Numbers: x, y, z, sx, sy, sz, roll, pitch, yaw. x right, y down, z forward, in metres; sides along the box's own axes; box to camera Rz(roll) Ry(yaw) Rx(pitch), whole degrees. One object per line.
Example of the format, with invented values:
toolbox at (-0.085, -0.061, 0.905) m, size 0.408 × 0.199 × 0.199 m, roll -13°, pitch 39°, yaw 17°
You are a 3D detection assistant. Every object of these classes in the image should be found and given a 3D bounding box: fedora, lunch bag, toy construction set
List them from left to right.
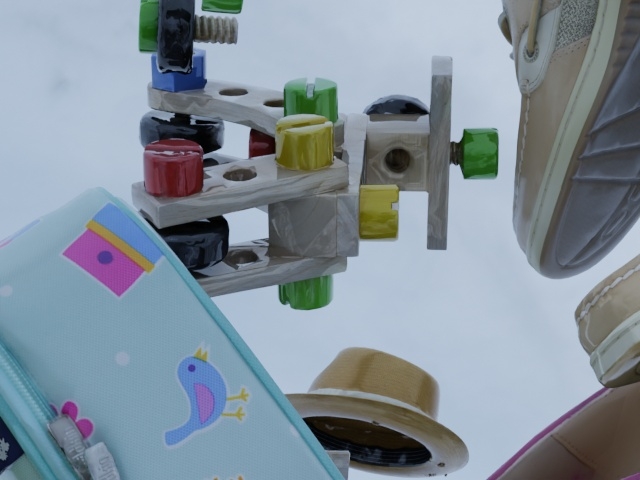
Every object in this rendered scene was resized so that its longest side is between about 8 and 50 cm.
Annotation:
lunch bag at (-0.079, 0.115, 0.771) m, size 0.108 × 0.279 × 0.224 m, roll -31°, pitch 80°, yaw -19°
toy construction set at (0.000, 0.000, 1.158) m, size 0.237 × 0.257 × 0.308 m, roll 3°, pitch 87°, yaw -5°
fedora at (0.045, 0.147, 1.639) m, size 0.194 × 0.194 × 0.079 m, roll 26°, pitch 65°, yaw -19°

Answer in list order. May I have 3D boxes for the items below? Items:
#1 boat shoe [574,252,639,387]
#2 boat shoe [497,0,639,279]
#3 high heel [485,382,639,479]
boat shoe at (0.123, -0.018, 0.532) m, size 0.170 × 0.063 × 0.059 m, roll -32°, pitch 77°, yaw -35°
boat shoe at (0.179, -0.143, 1.188) m, size 0.122 × 0.110 × 0.341 m, roll -6°, pitch 117°, yaw -46°
high heel at (0.203, 0.016, 0.711) m, size 0.181 × 0.127 × 0.377 m, roll 41°, pitch 69°, yaw -28°
